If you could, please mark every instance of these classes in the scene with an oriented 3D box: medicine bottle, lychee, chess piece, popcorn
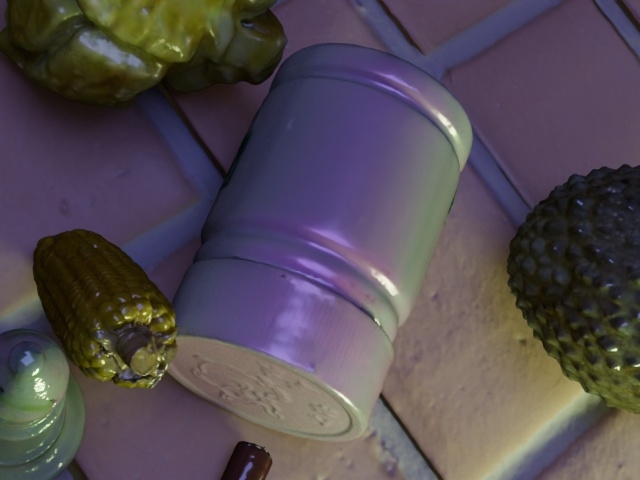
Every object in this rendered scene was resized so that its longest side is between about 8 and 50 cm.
[{"bbox_3d":[0.000,0.000,1.129,0.212,0.212,0.325,26,64,-9],"label":"medicine bottle"},{"bbox_3d":[0.327,0.047,1.220,0.275,0.255,0.255,11,64,19],"label":"lychee"},{"bbox_3d":[-0.248,0.124,0.966,0.139,0.271,0.139,6,70,-16],"label":"chess piece"},{"bbox_3d":[-0.169,-0.242,1.152,0.277,0.225,0.276,13,56,-20],"label":"popcorn"}]

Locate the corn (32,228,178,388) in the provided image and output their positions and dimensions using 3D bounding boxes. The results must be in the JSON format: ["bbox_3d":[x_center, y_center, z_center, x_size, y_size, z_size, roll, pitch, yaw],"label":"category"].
[{"bbox_3d":[-0.190,0.051,1.037,0.097,0.262,0.097,-9,113,-22],"label":"corn"}]

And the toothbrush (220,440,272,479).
[{"bbox_3d":[-0.127,0.344,1.059,0.041,0.041,0.364,28,65,-8],"label":"toothbrush"}]
